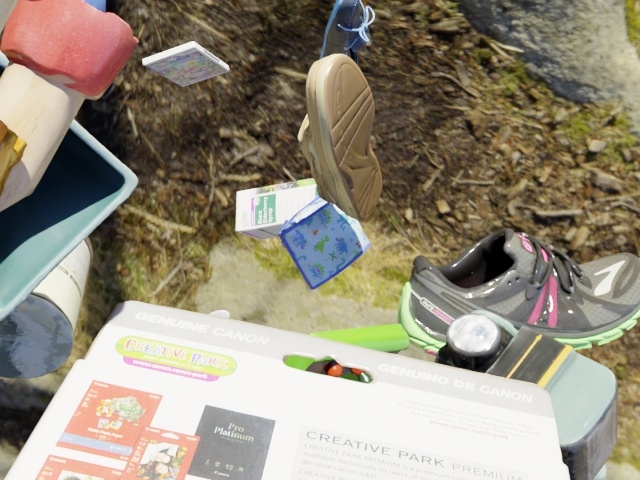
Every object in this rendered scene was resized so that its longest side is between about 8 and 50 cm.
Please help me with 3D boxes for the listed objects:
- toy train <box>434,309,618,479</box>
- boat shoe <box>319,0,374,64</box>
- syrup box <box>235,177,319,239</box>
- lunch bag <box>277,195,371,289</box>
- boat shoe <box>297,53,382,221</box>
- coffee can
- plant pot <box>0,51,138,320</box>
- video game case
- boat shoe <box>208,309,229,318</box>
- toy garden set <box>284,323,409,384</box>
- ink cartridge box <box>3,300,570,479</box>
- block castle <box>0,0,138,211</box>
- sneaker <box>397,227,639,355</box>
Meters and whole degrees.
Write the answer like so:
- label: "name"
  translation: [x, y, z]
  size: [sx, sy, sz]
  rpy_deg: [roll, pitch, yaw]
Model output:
- label: "toy train"
  translation: [0.212, 0.215, 0.812]
  size: [0.142, 0.190, 0.333]
  rpy_deg: [-42, 137, -25]
- label: "boat shoe"
  translation: [0.062, -0.425, 1.529]
  size: [0.089, 0.258, 0.109]
  rpy_deg: [22, 79, 0]
- label: "syrup box"
  translation: [-0.066, -0.068, 1.665]
  size: [0.237, 0.096, 0.093]
  rpy_deg: [-7, 75, 29]
- label: "lunch bag"
  translation: [0.000, 0.000, 1.420]
  size: [0.151, 0.096, 0.128]
  rpy_deg: [-42, 109, -37]
- label: "boat shoe"
  translation: [0.015, -0.154, 1.202]
  size: [0.121, 0.110, 0.341]
  rpy_deg: [-55, 152, -26]
- label: "coffee can"
  translation: [-0.557, 0.097, 1.462]
  size: [0.202, 0.275, 0.201]
  rpy_deg: [-4, 124, -6]
- label: "plant pot"
  translation: [-0.428, -0.106, 0.926]
  size: [0.247, 0.252, 0.248]
  rpy_deg: [-45, 137, -4]
- label: "video game case"
  translation: [-0.204, -0.269, 1.173]
  size: [0.087, 0.122, 0.011]
  rpy_deg: [-14, 81, 16]
- label: "boat shoe"
  translation: [-0.234, 0.173, 1.621]
  size: [0.100, 0.035, 0.035]
  rpy_deg: [-32, 100, 13]
- label: "toy garden set"
  translation: [-0.057, 0.169, 0.620]
  size: [0.204, 0.049, 0.244]
  rpy_deg: [1, 136, -45]
- label: "ink cartridge box"
  translation: [-0.017, 0.187, 0.437]
  size: [0.310, 0.271, 0.130]
  rpy_deg: [13, 123, 1]
- label: "block castle"
  translation: [-0.325, -0.200, 0.380]
  size: [0.453, 0.303, 0.212]
  rpy_deg: [27, 84, -9]
- label: "sneaker"
  translation: [0.372, 0.077, 1.328]
  size: [0.483, 0.185, 0.202]
  rpy_deg: [-8, 110, -16]
